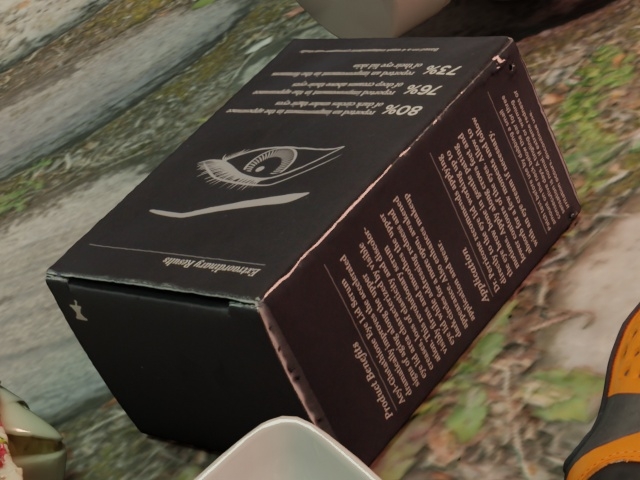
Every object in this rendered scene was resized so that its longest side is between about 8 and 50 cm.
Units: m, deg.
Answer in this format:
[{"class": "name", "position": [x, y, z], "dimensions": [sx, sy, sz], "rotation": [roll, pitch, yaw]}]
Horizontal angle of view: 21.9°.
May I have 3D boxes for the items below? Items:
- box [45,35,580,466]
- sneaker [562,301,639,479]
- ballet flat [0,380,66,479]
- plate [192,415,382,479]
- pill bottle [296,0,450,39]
[{"class": "box", "position": [0.000, 0.000, 0.794], "dimensions": [0.153, 0.108, 0.207], "rotation": [7, 44, 45]}, {"class": "sneaker", "position": [0.222, 0.027, 0.550], "dimensions": [0.321, 0.124, 0.180], "rotation": [-24, 30, 4]}, {"class": "ballet flat", "position": [-0.151, 0.122, 0.770], "dimensions": [0.077, 0.091, 0.241], "rotation": [-1, 28, -18]}, {"class": "plate", "position": [-0.019, 0.215, 0.446], "dimensions": [0.277, 0.045, 0.278], "rotation": [-41, 52, -16]}, {"class": "pill bottle", "position": [0.146, -0.298, 1.037], "dimensions": [0.408, 0.229, 0.229], "rotation": [-35, 30, -16]}]
